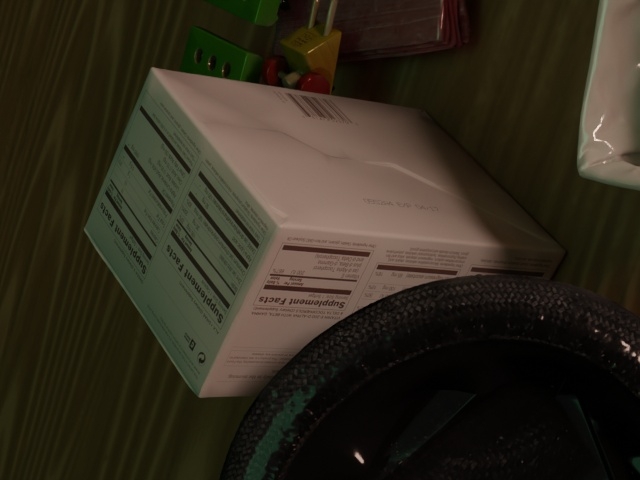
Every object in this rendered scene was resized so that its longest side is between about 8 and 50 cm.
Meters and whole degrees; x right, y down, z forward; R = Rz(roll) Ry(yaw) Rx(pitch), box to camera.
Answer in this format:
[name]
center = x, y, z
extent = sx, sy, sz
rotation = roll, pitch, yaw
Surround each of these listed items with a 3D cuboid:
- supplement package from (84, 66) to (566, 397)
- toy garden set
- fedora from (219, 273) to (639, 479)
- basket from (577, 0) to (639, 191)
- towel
[supplement package]
center = 0.000, 0.000, 1.238
extent = 0.204, 0.262, 0.145
rotation = 50, 123, 42
[toy garden set]
center = -0.022, -0.229, 1.411
extent = 0.204, 0.049, 0.244
rotation = 32, 110, 54
[fedora]
center = 0.100, 0.177, 1.126
extent = 0.152, 0.334, 0.334
rotation = 12, -98, -85
[basket]
center = 0.244, -0.110, 1.071
extent = 0.113, 0.103, 0.167
rotation = 15, 99, 51
[towel]
center = 0.048, -0.310, 1.394
extent = 0.237, 0.037, 0.329
rotation = 3, 87, 54
